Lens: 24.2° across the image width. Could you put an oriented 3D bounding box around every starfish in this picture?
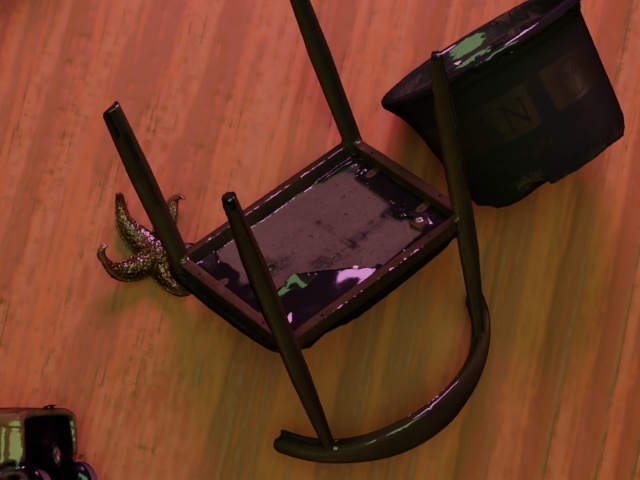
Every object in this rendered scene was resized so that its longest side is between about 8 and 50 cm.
[{"bbox_3d":[-0.117,0.003,1.054,0.078,0.028,0.091,-42,89,-19],"label":"starfish"}]

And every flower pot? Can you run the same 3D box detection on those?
[{"bbox_3d":[0.134,-0.092,1.025,0.157,0.157,0.107,-33,98,-6],"label":"flower pot"}]

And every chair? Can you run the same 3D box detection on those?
[{"bbox_3d":[0.000,0.000,0.993,0.188,0.166,0.272,-35,131,-17],"label":"chair"}]

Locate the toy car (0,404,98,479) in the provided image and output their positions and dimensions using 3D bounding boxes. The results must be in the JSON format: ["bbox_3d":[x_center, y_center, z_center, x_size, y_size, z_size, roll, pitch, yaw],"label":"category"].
[{"bbox_3d":[-0.220,0.237,0.991,0.124,0.101,0.257,-1,85,15],"label":"toy car"}]
